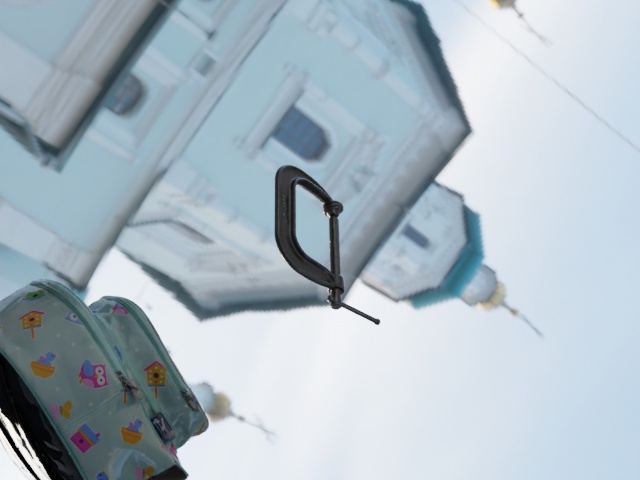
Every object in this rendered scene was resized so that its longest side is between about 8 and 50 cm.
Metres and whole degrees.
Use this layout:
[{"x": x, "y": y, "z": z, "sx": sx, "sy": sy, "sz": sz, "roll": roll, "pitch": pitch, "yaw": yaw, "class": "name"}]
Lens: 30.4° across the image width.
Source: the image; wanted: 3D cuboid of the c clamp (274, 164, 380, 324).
[{"x": 0.000, "y": 0.000, "z": 1.206, "sx": 0.022, "sy": 0.137, "sz": 0.160, "roll": -34, "pitch": -133, "yaw": 34, "class": "c clamp"}]

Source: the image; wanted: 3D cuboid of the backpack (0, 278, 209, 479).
[{"x": -0.190, "y": 0.117, "z": 0.926, "sx": 0.144, "sy": 0.188, "sz": 0.166, "roll": -42, "pitch": -161, "yaw": -21, "class": "backpack"}]
